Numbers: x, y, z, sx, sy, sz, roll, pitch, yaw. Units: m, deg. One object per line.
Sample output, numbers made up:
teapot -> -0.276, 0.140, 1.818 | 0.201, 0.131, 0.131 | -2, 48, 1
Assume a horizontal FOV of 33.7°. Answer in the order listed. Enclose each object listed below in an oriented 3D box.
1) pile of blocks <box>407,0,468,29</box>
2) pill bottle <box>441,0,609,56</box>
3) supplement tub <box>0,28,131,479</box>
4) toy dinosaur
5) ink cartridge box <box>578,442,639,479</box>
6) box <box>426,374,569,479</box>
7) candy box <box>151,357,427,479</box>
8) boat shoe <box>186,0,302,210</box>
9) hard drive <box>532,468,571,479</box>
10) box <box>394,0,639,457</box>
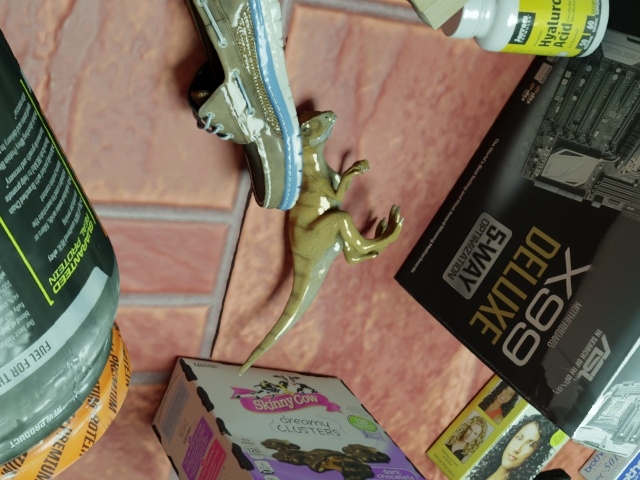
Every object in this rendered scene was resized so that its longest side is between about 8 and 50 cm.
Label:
pile of blocks -> 0.126, -0.324, 0.687 | 0.149, 0.112, 0.362 | 13, 117, -40
pill bottle -> 0.152, -0.174, 0.800 | 0.116, 0.065, 0.065 | 0, 116, -16
supplement tub -> -0.243, -0.021, 0.577 | 0.207, 0.207, 0.338 | -29, 125, -13
toy dinosaur -> 0.000, 0.000, 0.828 | 0.112, 0.064, 0.211 | 5, 105, -11
ink cartridge box -> 0.383, 0.201, 1.147 | 0.097, 0.046, 0.207 | 36, 95, -36
box -> 0.213, 0.151, 1.018 | 0.232, 0.058, 0.087 | -50, 128, 2
candy box -> -0.018, 0.177, 0.814 | 0.165, 0.196, 0.070 | 11, 110, -33
boat shoe -> -0.058, -0.103, 0.732 | 0.066, 0.066, 0.183 | -16, 112, -16
hard drive -> 0.211, 0.310, 1.125 | 0.094, 0.022, 0.135 | -4, 117, -28
box -> 0.220, -0.029, 0.810 | 0.076, 0.242, 0.307 | 24, 103, -36
